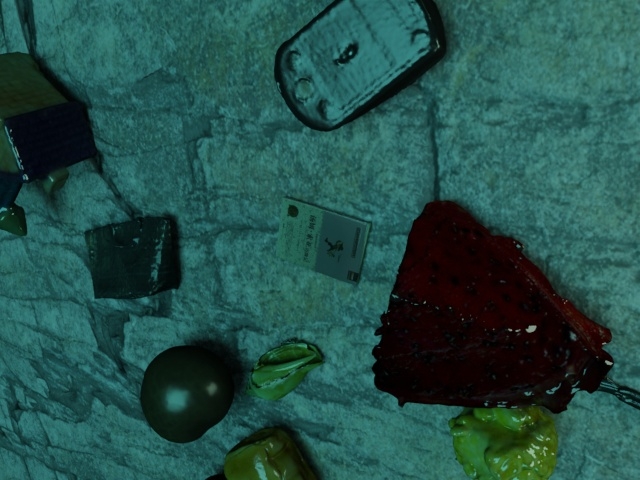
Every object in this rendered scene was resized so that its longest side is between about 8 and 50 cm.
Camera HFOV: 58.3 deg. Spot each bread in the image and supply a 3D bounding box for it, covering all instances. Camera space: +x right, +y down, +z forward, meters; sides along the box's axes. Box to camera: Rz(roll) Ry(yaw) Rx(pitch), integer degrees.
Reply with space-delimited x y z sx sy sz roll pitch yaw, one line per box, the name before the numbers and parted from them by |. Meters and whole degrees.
bread | -0.077 0.545 1.210 0.166 0.132 0.295 -29 93 38

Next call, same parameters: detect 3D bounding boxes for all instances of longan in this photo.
longan | -0.283 0.320 1.216 0.198 0.198 0.213 35 120 14

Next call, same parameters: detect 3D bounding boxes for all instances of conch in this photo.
conch | -0.087 0.267 1.161 0.200 0.079 0.095 -42 71 14

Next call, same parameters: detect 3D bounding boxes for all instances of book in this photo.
book | 0.000 0.000 1.066 0.181 0.014 0.127 19 113 22

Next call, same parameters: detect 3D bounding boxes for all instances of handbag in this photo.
handbag | -0.419 0.039 1.265 0.270 0.088 0.175 -6 94 29

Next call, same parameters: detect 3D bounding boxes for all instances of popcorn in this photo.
popcorn | 0.291 0.327 0.930 0.173 0.174 0.142 24 149 19

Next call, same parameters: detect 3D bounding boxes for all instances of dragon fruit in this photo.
dragon fruit | 0.264 0.131 0.916 0.329 0.228 0.286 13 134 10

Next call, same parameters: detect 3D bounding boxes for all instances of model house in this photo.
model house | -0.660 -0.188 1.234 0.280 0.245 0.312 42 121 1

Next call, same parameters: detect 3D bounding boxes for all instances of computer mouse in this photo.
computer mouse | 0.060 -0.290 0.896 0.269 0.100 0.170 -31 92 27

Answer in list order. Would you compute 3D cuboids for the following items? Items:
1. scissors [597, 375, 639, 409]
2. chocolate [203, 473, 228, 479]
scissors | 0.467 0.236 0.896 0.220 0.017 0.088 26 115 17
chocolate | -0.217 0.615 1.299 0.176 0.176 0.177 8 109 25
